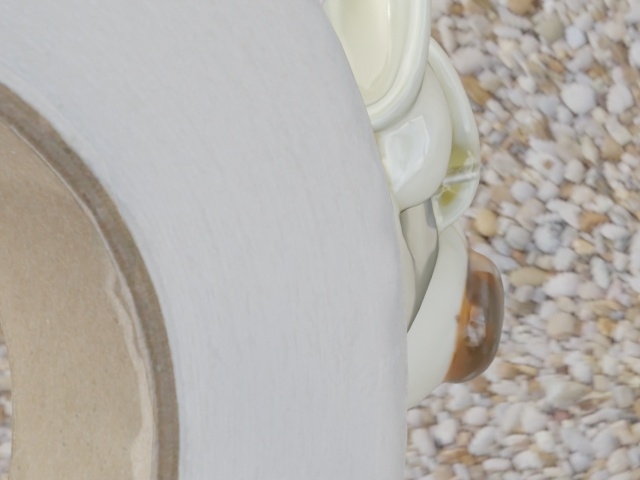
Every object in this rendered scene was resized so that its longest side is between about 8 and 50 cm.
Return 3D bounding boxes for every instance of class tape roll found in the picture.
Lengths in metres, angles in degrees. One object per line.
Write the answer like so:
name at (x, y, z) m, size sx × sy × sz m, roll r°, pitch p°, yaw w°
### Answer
tape roll at (-0.133, 0.055, 0.343) m, size 0.072 × 0.392 × 0.392 m, roll 4°, pitch 86°, yaw 46°

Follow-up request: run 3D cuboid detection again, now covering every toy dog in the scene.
toy dog at (0.000, 0.000, 1.024) m, size 0.284 × 0.408 × 0.395 m, roll -21°, pitch 71°, yaw 7°

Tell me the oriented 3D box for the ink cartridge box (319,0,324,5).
ink cartridge box at (-0.069, -0.183, 0.579) m, size 0.066 × 0.232 × 0.189 m, roll -1°, pitch 55°, yaw 37°
